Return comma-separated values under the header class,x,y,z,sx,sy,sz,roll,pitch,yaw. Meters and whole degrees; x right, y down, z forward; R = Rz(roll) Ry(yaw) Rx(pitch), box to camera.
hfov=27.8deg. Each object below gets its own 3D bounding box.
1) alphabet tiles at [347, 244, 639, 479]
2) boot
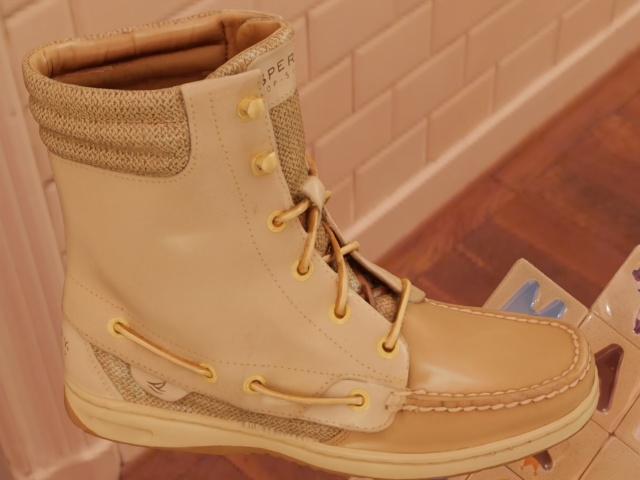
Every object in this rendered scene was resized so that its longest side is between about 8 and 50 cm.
class,x,y,z,sx,sy,sz,roll,pitch,yaw
alphabet tiles,0.170,0.184,0.805,0.285,0.011,0.342,38,77,2
boot,0.000,0.000,0.590,0.262,0.203,0.095,3,30,9
